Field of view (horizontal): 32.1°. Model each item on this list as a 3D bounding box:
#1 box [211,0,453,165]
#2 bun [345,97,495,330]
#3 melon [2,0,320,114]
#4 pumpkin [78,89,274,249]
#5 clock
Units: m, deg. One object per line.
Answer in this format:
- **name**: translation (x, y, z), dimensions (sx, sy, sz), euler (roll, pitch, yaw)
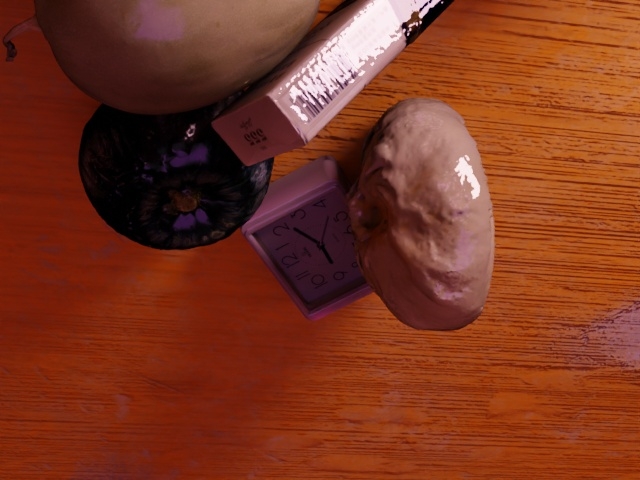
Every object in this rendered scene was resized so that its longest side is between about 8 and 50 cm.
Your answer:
- **box**: translation (0.015, -0.194, 1.195), dimensions (0.259, 0.168, 0.071), euler (-44, 104, -22)
- **bun**: translation (0.110, -0.025, 1.339), dimensions (0.146, 0.287, 0.287), euler (-8, 127, -10)
- **melon**: translation (-0.152, -0.259, 1.138), dimensions (0.308, 0.271, 0.272), euler (-32, 132, -25)
- **pumpkin**: translation (-0.170, -0.095, 1.312), dimensions (0.233, 0.163, 0.233), euler (-7, 138, -7)
- **clock**: translation (0.000, 0.000, 1.474), dimensions (0.150, 0.063, 0.197), euler (-27, 126, 11)
